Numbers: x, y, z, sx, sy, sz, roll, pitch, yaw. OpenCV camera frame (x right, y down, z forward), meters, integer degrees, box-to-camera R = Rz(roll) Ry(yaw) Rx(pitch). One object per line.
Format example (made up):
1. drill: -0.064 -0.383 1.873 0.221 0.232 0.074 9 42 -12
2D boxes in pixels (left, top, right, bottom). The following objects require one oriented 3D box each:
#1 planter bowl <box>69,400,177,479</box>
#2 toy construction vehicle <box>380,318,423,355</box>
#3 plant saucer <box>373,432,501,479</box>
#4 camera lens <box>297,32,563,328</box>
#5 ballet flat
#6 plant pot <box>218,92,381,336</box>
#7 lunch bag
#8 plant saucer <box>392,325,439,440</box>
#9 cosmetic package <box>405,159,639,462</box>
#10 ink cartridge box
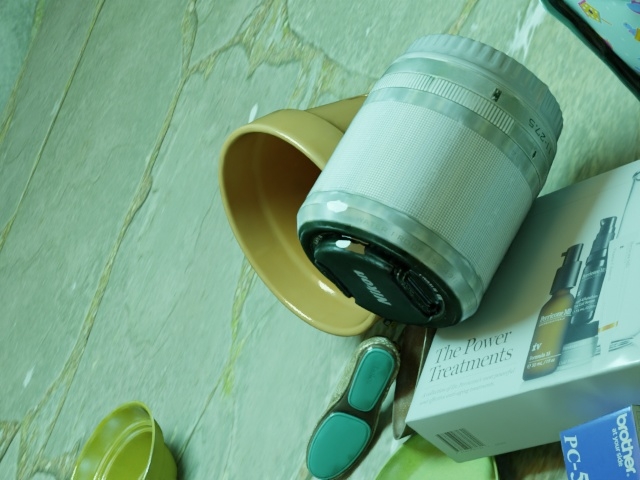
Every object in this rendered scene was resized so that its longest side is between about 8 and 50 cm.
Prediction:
1. planter bowl: -0.267 0.345 2.462 0.217 0.090 0.217 -38 36 35
2. toy construction vehicle: 0.102 0.116 2.159 0.098 0.035 0.086 -57 41 12
3. plant saucer: 0.125 0.321 1.937 0.241 0.037 0.241 -38 36 34
4. camera lens: 0.119 -0.059 1.893 0.219 0.219 0.274 -3 51 56
5. ballet flat: 0.044 0.203 2.132 0.206 0.073 0.067 -60 4 21
6. plant pot: 0.043 -0.054 2.148 0.203 0.291 0.291 -32 16 -31
7. lunch bag: 0.359 -0.256 1.887 0.160 0.223 0.262 -57 29 -9
8. plant saucer: 0.121 0.139 2.025 0.198 0.036 0.199 -169 90 -87
9. cosmetic package: 0.280 0.065 1.826 0.377 0.097 0.284 -22 36 48
10. ink cartridge box: 0.293 0.270 1.652 0.097 0.046 0.207 -30 58 43
